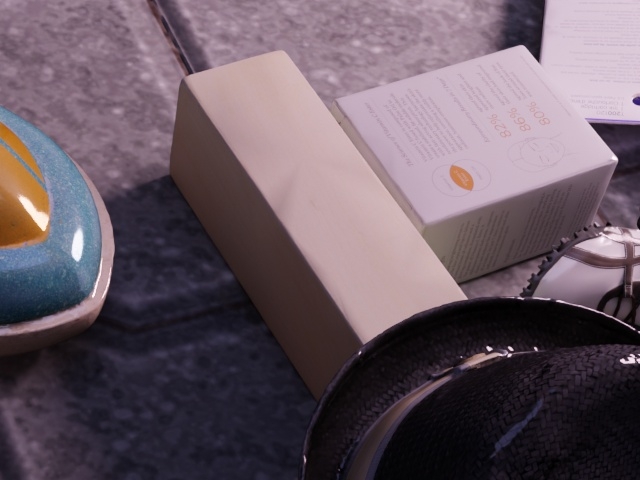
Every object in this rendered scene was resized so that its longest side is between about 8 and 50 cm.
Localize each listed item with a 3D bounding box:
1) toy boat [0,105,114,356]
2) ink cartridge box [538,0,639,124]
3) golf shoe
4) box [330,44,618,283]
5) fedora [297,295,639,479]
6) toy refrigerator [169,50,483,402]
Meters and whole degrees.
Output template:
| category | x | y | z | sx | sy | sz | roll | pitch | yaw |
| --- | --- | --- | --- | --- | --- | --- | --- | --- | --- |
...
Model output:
| category | x | y | z | sx | sy | sz | roll | pitch | yaw |
| --- | --- | --- | --- | --- | --- | --- | --- | --- | --- |
| toy boat | -0.282 | 0.009 | 1.090 | 0.267 | 0.148 | 0.318 | 28 | 50 | 12 |
| ink cartridge box | 0.277 | -0.150 | 1.380 | 0.206 | 0.045 | 0.208 | 4 | 48 | 9 |
| golf shoe | 0.222 | 0.033 | 1.218 | 0.198 | 0.077 | 0.094 | -25 | 59 | -27 |
| box | 0.103 | -0.050 | 1.254 | 0.170 | 0.091 | 0.130 | -18 | 56 | -25 |
| fedora | 0.159 | 0.154 | 0.992 | 0.334 | 0.152 | 0.334 | 10 | 65 | -22 |
| toy refrigerator | 0.000 | 0.000 | 1.185 | 0.094 | 0.102 | 0.269 | -19 | 56 | -25 |
